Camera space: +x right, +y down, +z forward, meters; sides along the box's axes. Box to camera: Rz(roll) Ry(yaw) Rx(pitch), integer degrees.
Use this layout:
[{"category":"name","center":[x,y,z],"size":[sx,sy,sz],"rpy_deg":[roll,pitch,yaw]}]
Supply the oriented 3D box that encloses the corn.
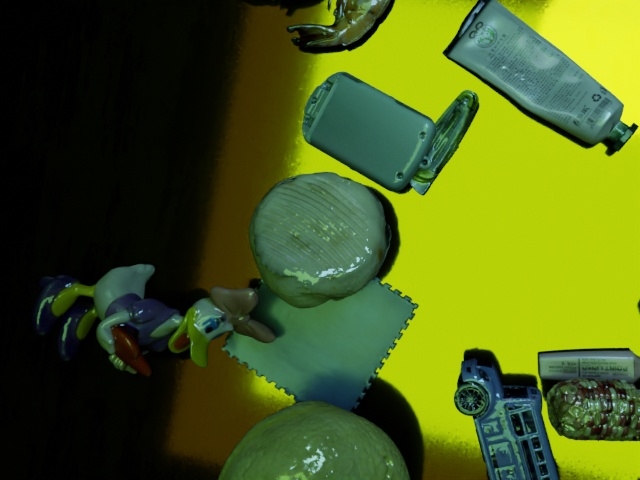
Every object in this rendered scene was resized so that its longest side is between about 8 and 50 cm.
[{"category":"corn","center":[0.490,0.260,1.226],"size":[0.289,0.098,0.098],"rpy_deg":[1,91,-6]}]

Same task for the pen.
[{"category":"pen","center":[0.453,0.205,1.290],"size":[0.197,0.032,0.053],"rpy_deg":[-3,90,14]}]

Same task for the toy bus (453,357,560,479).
[{"category":"toy bus","center":[0.305,0.327,1.276],"size":[0.133,0.125,0.292],"rpy_deg":[-15,89,11]}]

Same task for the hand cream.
[{"category":"hand cream","center":[0.359,-0.262,1.295],"size":[0.336,0.076,0.121],"rpy_deg":[40,93,15]}]

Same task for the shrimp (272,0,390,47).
[{"category":"shrimp","center":[-0.013,-0.413,1.370],"size":[0.289,0.075,0.178],"rpy_deg":[-10,91,-1]}]

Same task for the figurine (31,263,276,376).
[{"category":"figurine","center":[-0.296,0.133,1.393],"size":[0.421,0.154,0.193],"rpy_deg":[11,54,23]}]

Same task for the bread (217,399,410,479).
[{"category":"bread","center":[-0.008,0.417,1.257],"size":[0.237,0.320,0.320],"rpy_deg":[14,94,42]}]

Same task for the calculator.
[{"category":"calculator","center":[0.080,-0.182,1.342],"size":[0.246,0.045,0.141],"rpy_deg":[31,101,19]}]

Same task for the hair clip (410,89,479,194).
[{"category":"hair clip","center":[0.201,-0.168,1.338],"size":[0.060,0.033,0.188],"rpy_deg":[36,103,11]}]

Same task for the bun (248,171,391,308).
[{"category":"bun","center":[0.000,0.000,1.317],"size":[0.239,0.141,0.239],"rpy_deg":[1,60,-2]}]

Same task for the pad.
[{"category":"pad","center":[-0.005,0.152,1.399],"size":[0.269,0.012,0.269],"rpy_deg":[34,97,9]}]
